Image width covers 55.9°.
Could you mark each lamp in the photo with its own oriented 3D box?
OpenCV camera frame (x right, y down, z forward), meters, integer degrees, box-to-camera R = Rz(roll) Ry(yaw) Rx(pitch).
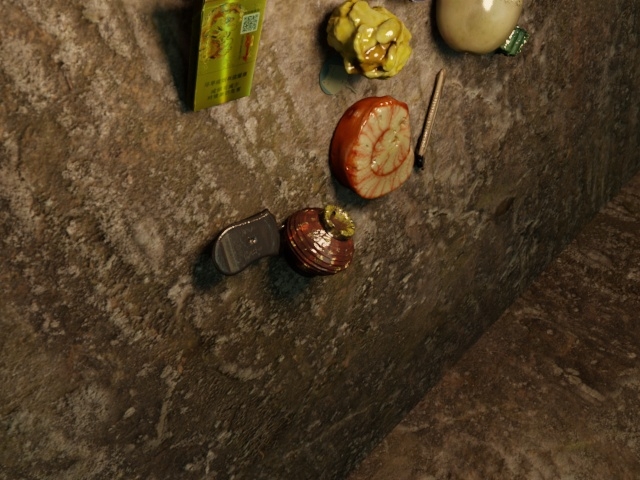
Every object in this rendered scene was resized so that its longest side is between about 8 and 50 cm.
[{"bbox_3d":[0.000,0.000,1.859,0.246,0.247,0.247,-24,130,-33],"label":"lamp"}]

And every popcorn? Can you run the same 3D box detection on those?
[{"bbox_3d":[0.132,-0.550,1.659,0.256,0.255,0.195,37,109,-24],"label":"popcorn"}]

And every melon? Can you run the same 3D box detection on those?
[{"bbox_3d":[0.494,-0.744,1.856,0.268,0.268,0.330,1,105,-46],"label":"melon"}]

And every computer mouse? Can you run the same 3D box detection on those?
[{"bbox_3d":[-0.218,0.001,1.751,0.264,0.088,0.147,-22,112,-34],"label":"computer mouse"}]

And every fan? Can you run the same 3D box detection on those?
[{"bbox_3d":[0.059,-0.475,1.789,0.175,0.005,0.113,21,98,-48],"label":"fan"}]

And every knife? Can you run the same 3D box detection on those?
[{"bbox_3d":[0.386,-0.425,2.127,0.089,0.043,0.366,-48,151,-67],"label":"knife"}]

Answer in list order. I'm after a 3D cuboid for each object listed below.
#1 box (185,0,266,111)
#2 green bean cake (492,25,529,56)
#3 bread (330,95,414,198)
[{"bbox_3d":[-0.222,-0.450,1.407,0.173,0.043,0.311,-27,155,-32],"label":"box"},{"bbox_3d":[0.620,-0.692,2.064,0.193,0.208,0.107,6,113,-45],"label":"green bean cake"},{"bbox_3d":[0.170,-0.293,1.935,0.295,0.114,0.328,-32,134,-25],"label":"bread"}]
